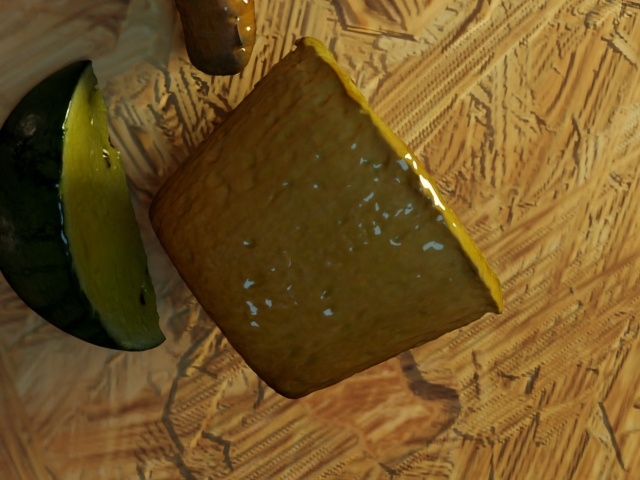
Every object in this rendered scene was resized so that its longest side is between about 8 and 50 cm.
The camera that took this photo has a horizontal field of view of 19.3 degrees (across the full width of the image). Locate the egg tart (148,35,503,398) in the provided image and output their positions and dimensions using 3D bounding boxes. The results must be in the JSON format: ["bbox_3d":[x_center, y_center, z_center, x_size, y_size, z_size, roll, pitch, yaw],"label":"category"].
[{"bbox_3d":[0.000,0.000,1.101,0.147,0.202,0.202,-38,117,3],"label":"egg tart"}]

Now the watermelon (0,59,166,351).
[{"bbox_3d":[-0.140,-0.006,1.091,0.092,0.075,0.182,-18,109,-23],"label":"watermelon"}]

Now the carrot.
[{"bbox_3d":[-0.071,-0.182,1.083,0.060,0.060,0.186,-17,112,-19],"label":"carrot"}]
